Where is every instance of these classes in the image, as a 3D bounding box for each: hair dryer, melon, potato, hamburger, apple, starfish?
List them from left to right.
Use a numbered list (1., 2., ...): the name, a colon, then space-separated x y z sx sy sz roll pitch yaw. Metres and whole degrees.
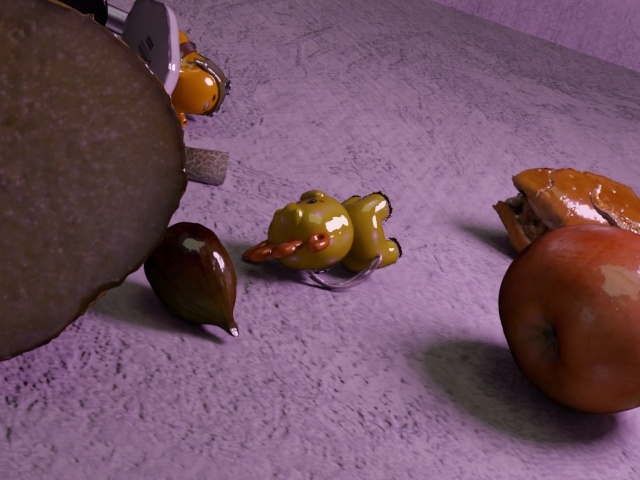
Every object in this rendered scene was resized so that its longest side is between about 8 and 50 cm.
1. potato: -0.382 -0.085 1.594 0.442 0.385 0.319 11 6 -18
2. hair dryer: -0.336 -0.385 2.613 0.284 0.156 0.320 12 12 8
3. melon: -0.224 -0.132 2.228 0.182 0.054 0.098 11 17 -22
4. hamburger: 0.421 -0.020 2.389 0.283 0.144 0.157 11 32 -28
5. apple: 0.340 0.098 1.916 0.253 0.254 0.253 17 22 -7
6. starfish: 0.557 0.057 2.238 0.301 0.084 0.293 35 -2 42

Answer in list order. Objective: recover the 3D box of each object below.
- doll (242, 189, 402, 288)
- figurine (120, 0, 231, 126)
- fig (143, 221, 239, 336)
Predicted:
1. doll: 0.000 0.000 2.034 0.143 0.135 0.221 -5 7 42
2. figurine: -0.222 -0.285 2.439 0.141 0.167 0.250 13 39 -29
3. fig: -0.142 0.051 1.805 0.155 0.103 0.109 51 27 4
